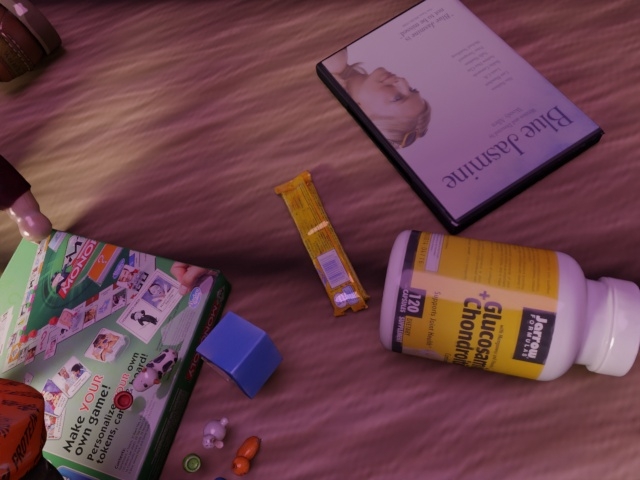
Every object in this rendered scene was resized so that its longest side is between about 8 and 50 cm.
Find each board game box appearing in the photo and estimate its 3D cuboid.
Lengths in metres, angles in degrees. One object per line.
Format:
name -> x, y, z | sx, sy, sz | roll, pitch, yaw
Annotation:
board game box -> -0.234, 0.152, 0.489 | 0.214, 0.046, 0.317 | 13, 69, 15

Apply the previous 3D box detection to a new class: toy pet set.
toy pet set -> -0.081, 0.125, 0.442 | 0.122, 0.065, 0.114 | 44, 65, -7

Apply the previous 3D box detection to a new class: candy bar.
candy bar -> 0.000, 0.000, 0.537 | 0.040, 0.018, 0.161 | -26, 65, 1

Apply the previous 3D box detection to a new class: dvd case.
dvd case -> 0.134, -0.147, 0.580 | 0.180, 0.022, 0.253 | -32, 66, -7

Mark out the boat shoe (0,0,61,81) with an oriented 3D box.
boat shoe -> -0.470, -0.302, 0.692 | 0.307, 0.110, 0.104 | 34, 74, 21

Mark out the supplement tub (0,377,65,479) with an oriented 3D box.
supplement tub -> -0.247, 0.259, 0.300 | 0.207, 0.207, 0.338 | 2, 89, 10

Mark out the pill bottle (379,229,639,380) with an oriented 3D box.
pill bottle -> 0.145, 0.054, 0.443 | 0.184, 0.103, 0.103 | 9, 68, 13

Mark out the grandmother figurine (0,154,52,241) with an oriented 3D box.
grandmother figurine -> -0.331, -0.026, 0.460 | 0.104, 0.208, 0.342 | -19, 78, 31
